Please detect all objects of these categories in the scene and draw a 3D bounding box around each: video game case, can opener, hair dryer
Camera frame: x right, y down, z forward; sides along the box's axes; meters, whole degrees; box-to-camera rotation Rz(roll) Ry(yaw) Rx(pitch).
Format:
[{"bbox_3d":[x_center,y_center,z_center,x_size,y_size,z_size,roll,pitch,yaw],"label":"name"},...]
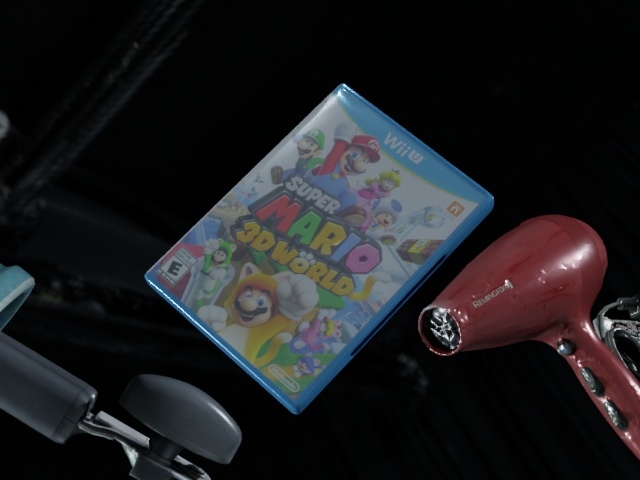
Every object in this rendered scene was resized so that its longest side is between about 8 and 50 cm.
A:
[{"bbox_3d":[0.000,0.000,0.688,0.166,0.119,0.015,-45,-20,-15],"label":"video game case"},{"bbox_3d":[-0.199,0.113,0.989,0.095,0.283,0.076,-58,3,-3],"label":"can opener"},{"bbox_3d":[0.201,0.074,0.874,0.293,0.224,0.080,16,-50,-21],"label":"hair dryer"}]

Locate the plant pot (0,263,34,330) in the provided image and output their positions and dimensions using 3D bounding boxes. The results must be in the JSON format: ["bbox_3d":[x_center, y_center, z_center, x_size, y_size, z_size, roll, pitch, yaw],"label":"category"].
[{"bbox_3d":[-0.279,0.033,0.387,0.272,0.255,0.271,-48,6,7],"label":"plant pot"}]
